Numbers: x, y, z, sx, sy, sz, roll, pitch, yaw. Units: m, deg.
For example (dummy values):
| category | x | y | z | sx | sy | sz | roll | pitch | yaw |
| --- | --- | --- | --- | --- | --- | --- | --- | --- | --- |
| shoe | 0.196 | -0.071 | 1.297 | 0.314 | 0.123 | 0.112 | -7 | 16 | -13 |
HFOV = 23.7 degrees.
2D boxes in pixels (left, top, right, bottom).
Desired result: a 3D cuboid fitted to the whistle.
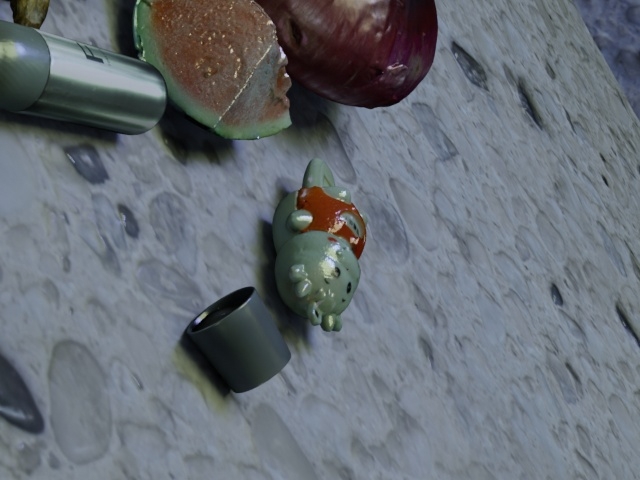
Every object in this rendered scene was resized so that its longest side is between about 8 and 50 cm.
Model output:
| category | x | y | z | sx | sy | sz | roll | pitch | yaw |
| --- | --- | --- | --- | --- | --- | --- | --- | --- | --- |
| whistle | -0.001 | 0.001 | 1.680 | 0.253 | 0.106 | 0.101 | -89 | 180 | -49 |

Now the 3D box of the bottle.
| category | x | y | z | sx | sy | sz | roll | pitch | yaw |
| --- | --- | --- | --- | --- | --- | --- | --- | --- | --- |
| bottle | -0.249 | -0.154 | 1.434 | 0.096 | 0.079 | 0.254 | 28 | 11 | 29 |

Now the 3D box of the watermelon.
| category | x | y | z | sx | sy | sz | roll | pitch | yaw |
| --- | --- | --- | --- | --- | --- | --- | --- | --- | --- |
| watermelon | -0.141 | -0.195 | 1.659 | 0.231 | 0.128 | 0.146 | 46 | 53 | 6 |

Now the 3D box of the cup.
| category | x | y | z | sx | sy | sz | roll | pitch | yaw |
| --- | --- | --- | --- | --- | --- | --- | --- | --- | --- |
| cup | -0.078 | 0.095 | 1.479 | 0.077 | 0.078 | 0.100 | 58 | -5 | -14 |

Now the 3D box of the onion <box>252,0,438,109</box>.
| category | x | y | z | sx | sy | sz | roll | pitch | yaw |
| --- | --- | --- | --- | --- | --- | --- | --- | --- | --- |
| onion | 0.024 | -0.331 | 1.873 | 0.347 | 0.285 | 0.347 | 37 | 25 | -21 |

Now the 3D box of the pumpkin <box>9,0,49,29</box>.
| category | x | y | z | sx | sy | sz | roll | pitch | yaw |
| --- | --- | --- | --- | --- | --- | --- | --- | --- | --- |
| pumpkin | -0.305 | -0.299 | 1.426 | 0.222 | 0.139 | 0.317 | 55 | 23 | -1 |
